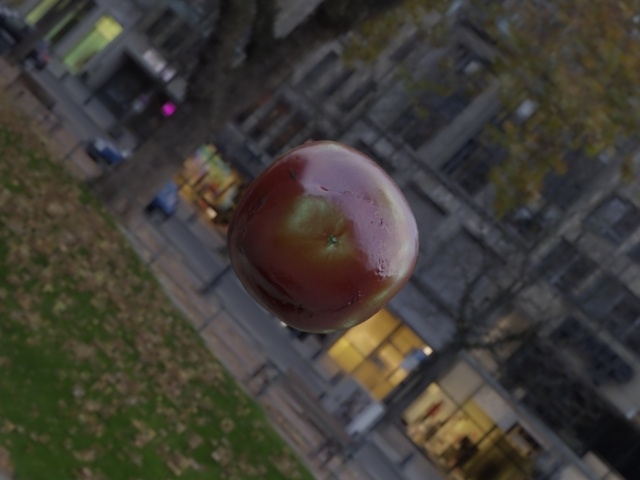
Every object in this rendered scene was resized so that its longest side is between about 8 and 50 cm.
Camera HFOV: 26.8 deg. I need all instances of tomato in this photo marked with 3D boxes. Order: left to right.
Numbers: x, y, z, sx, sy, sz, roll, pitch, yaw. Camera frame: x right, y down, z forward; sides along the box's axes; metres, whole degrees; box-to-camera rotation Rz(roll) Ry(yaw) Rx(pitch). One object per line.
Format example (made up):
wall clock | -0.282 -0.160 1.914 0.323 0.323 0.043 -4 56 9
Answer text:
tomato | 0.000 0.000 0.601 0.087 0.087 0.075 45 9 8
